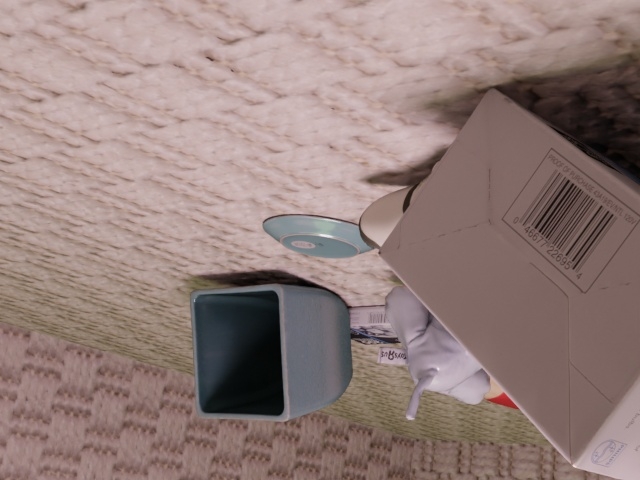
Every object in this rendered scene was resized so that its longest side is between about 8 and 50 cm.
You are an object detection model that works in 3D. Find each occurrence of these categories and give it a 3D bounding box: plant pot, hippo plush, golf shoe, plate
[{"bbox_3d":[-0.071,0.209,2.142,0.248,0.247,0.252,-6,175,42],"label":"plant pot"},{"bbox_3d":[0.249,0.135,1.863,0.237,0.234,0.294,-36,159,25],"label":"hippo plush"},{"bbox_3d":[0.154,-0.056,1.374,0.273,0.105,0.120,-10,141,33],"label":"golf shoe"},{"bbox_3d":[0.000,0.000,1.745,0.188,0.024,0.188,7,165,2],"label":"plate"}]

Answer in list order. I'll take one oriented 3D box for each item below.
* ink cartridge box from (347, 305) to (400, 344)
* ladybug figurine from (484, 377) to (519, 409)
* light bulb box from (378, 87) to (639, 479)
[{"bbox_3d":[0.141,0.180,2.268,0.206,0.045,0.208,-7,159,43],"label":"ink cartridge box"},{"bbox_3d":[0.452,0.245,2.115,0.450,0.161,0.305,12,164,-12],"label":"ladybug figurine"},{"bbox_3d":[0.319,0.068,1.156,0.361,0.225,0.358,22,-161,-40],"label":"light bulb box"}]
